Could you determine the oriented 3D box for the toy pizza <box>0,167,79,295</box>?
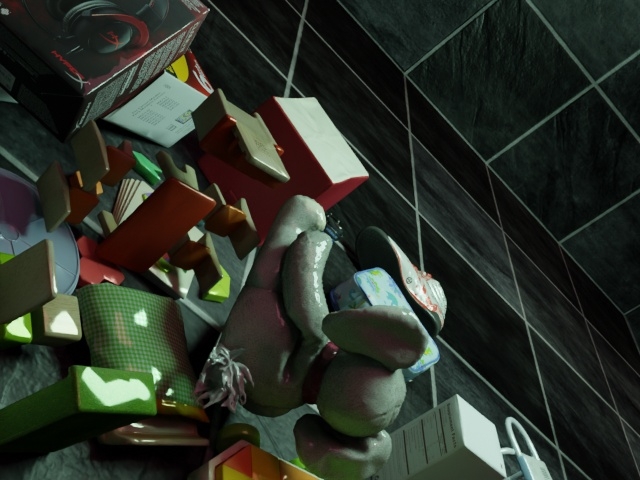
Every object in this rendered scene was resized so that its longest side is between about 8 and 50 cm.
[{"bbox_3d":[-0.366,-0.003,0.948,0.201,0.032,0.201,41,27,-27],"label":"toy pizza"}]

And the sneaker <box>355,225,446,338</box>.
[{"bbox_3d":[0.174,0.079,1.752,0.270,0.090,0.145,56,23,-2],"label":"sneaker"}]

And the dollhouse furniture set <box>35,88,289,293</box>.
[{"bbox_3d":[-0.171,-0.051,1.026,0.262,0.259,0.135,28,27,-45],"label":"dollhouse furniture set"}]

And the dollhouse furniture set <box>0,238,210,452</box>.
[{"bbox_3d":[-0.201,0.116,0.897,0.301,0.151,0.197,19,51,-53],"label":"dollhouse furniture set"}]

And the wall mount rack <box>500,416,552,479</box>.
[{"bbox_3d":[0.344,0.487,1.464,0.304,0.130,0.350,30,32,-48],"label":"wall mount rack"}]

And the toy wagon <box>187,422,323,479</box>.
[{"bbox_3d":[-0.021,0.380,1.002,0.344,0.068,0.267,36,29,-33],"label":"toy wagon"}]

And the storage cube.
[{"bbox_3d":[-0.065,-0.129,1.472,0.215,0.193,0.184,57,24,6],"label":"storage cube"}]

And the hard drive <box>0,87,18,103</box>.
[{"bbox_3d":[-0.505,-0.290,1.073,0.233,0.047,0.353,59,25,13],"label":"hard drive"}]

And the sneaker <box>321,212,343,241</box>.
[{"bbox_3d":[-0.001,-0.001,1.545,0.058,0.085,0.152,46,25,-15],"label":"sneaker"}]

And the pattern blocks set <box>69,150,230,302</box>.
[{"bbox_3d":[-0.238,-0.004,1.191,0.285,0.026,0.324,36,29,-35],"label":"pattern blocks set"}]

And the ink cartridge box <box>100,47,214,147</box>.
[{"bbox_3d":[-0.324,-0.328,1.294,0.309,0.130,0.272,60,13,14],"label":"ink cartridge box"}]

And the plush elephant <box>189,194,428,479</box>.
[{"bbox_3d":[0.004,0.143,1.040,0.255,0.271,0.330,24,26,-1],"label":"plush elephant"}]

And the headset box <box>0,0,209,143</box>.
[{"bbox_3d":[-0.308,-0.300,1.089,0.218,0.110,0.293,44,49,-4],"label":"headset box"}]

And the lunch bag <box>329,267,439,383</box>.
[{"bbox_3d":[0.122,0.161,1.539,0.219,0.090,0.176,58,25,11],"label":"lunch bag"}]

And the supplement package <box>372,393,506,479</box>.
[{"bbox_3d":[0.179,0.342,1.280,0.105,0.179,0.105,41,26,-26],"label":"supplement package"}]
